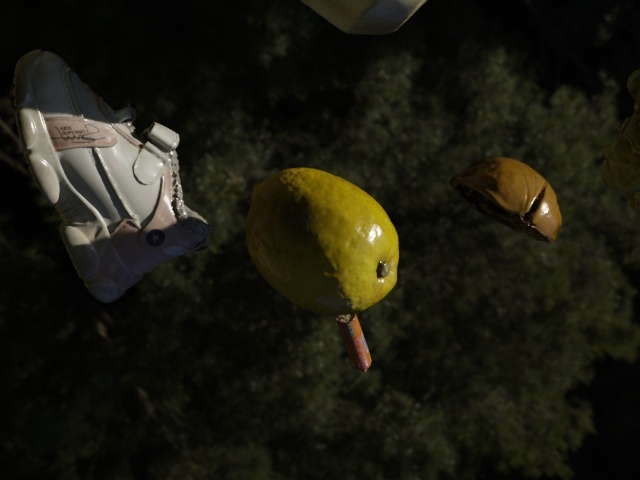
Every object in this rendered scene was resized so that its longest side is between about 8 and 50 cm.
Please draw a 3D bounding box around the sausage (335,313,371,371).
[{"bbox_3d":[0.050,0.146,1.695,0.031,0.031,0.107,-37,126,-27],"label":"sausage"}]

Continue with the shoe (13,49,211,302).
[{"bbox_3d":[-0.284,-0.105,1.620,0.198,0.351,0.172,-22,-159,-8],"label":"shoe"}]

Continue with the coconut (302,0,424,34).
[{"bbox_3d":[0.054,-0.397,1.508,0.245,0.247,0.245,-47,-177,4],"label":"coconut"}]

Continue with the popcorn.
[{"bbox_3d":[0.452,-0.119,1.483,0.216,0.181,0.235,20,109,-44],"label":"popcorn"}]

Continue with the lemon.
[{"bbox_3d":[0.000,0.000,1.472,0.170,0.207,0.170,-43,152,-31],"label":"lemon"}]

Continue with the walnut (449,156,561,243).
[{"bbox_3d":[0.281,-0.074,1.776,0.087,0.167,0.211,-59,-158,-1],"label":"walnut"}]
